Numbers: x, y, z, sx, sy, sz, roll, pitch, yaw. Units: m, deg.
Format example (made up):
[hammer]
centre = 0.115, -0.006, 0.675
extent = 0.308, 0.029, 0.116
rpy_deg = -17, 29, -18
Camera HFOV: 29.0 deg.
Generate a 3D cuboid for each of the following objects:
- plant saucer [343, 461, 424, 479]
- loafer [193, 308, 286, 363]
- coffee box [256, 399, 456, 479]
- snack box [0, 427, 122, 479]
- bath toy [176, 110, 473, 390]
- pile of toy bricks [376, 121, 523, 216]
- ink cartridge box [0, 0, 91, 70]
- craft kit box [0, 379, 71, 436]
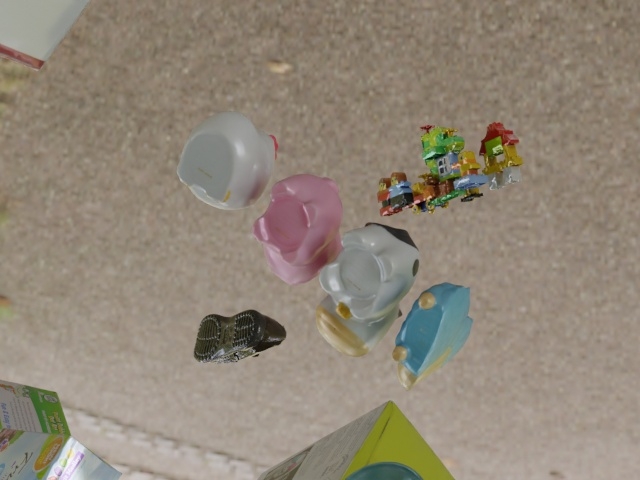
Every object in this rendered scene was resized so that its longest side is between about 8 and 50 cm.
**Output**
[plant saucer]
centre = 0.056, 0.268, 1.171
extent = 0.119, 0.119, 0.021
rpy_deg = -15, 138, 25
[loafer]
centre = -0.127, 0.159, 1.931
extent = 0.078, 0.080, 0.220
rpy_deg = 20, 164, -29
[coffee box]
centre = 0.049, 0.532, 2.008
extent = 0.334, 0.338, 0.338
rpy_deg = -35, 96, 32
[snack box]
centre = -0.294, 0.267, 1.163
extent = 0.070, 0.174, 0.207
rpy_deg = 42, 155, -22
[bath toy]
centre = 0.000, 0.000, 1.277
extent = 0.348, 0.129, 0.151
rpy_deg = 41, 117, 18
[pile of toy bricks]
centre = 0.157, -0.104, 1.623
extent = 0.118, 0.105, 0.212
rpy_deg = -2, 169, -34
[ink cartridge box]
centre = -0.290, -0.251, 0.807
extent = 0.114, 0.273, 0.197
rpy_deg = -51, 162, 8
[craft kit box]
centre = -0.457, 0.253, 1.668
extent = 0.246, 0.250, 0.061
rpy_deg = 17, 105, -26
